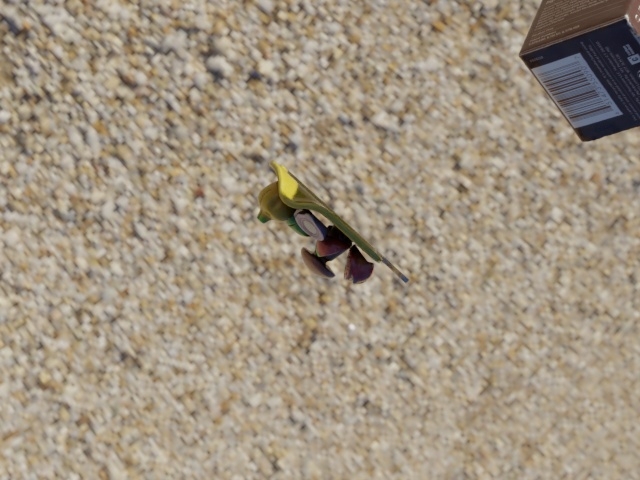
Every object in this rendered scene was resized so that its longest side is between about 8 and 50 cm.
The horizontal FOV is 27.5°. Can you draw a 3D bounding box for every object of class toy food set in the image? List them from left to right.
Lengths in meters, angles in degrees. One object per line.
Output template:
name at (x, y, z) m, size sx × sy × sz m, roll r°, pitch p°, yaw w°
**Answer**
toy food set at (0.000, 0.000, 1.504) m, size 0.071 × 0.128 × 0.218 m, roll -48°, pitch 121°, yaw 2°

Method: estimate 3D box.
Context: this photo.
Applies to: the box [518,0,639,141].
box at (0.392, -0.269, 1.704) m, size 0.168 × 0.167 × 0.203 m, roll 47°, pitch 50°, yaw -26°
